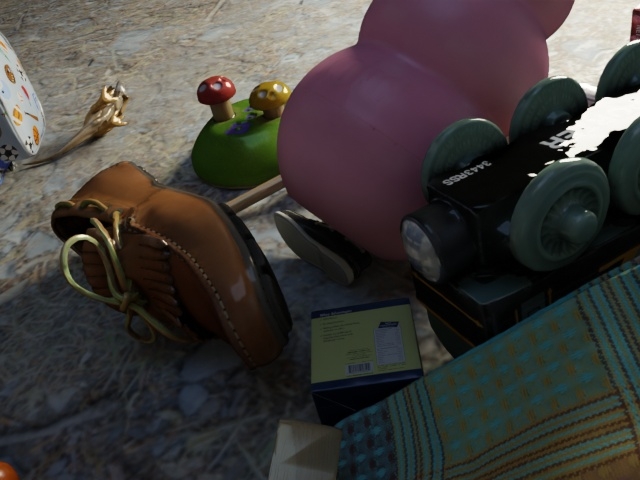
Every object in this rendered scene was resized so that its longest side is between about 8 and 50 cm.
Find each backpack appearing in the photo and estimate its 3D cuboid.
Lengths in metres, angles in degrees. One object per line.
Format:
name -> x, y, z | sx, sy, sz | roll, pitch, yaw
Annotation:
backpack -> -0.531, -0.204, 0.916 | 0.213, 0.276, 0.263 | -19, 30, -14

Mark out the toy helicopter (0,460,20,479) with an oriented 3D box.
toy helicopter -> -0.233, 0.235, 0.384 | 0.355, 0.140, 0.235 | 12, 34, 15

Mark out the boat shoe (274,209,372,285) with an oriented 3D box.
boat shoe -> 0.000, 0.000, 0.645 | 0.038, 0.046, 0.125 | -34, 44, -24

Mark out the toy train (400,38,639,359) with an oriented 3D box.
toy train -> 0.213, -0.025, 0.490 | 0.334, 0.190, 0.142 | -26, 34, -17

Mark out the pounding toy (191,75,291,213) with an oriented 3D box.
pounding toy -> -0.086, -0.148, 0.809 | 0.183, 0.110, 0.237 | -19, 37, -6

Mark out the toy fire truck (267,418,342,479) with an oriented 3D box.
toy fire truck -> -0.076, 0.189, 0.308 | 0.217, 0.158, 0.246 | 27, 12, -2

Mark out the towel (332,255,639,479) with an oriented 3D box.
towel -> 0.140, 0.125, 0.295 | 0.370, 0.040, 0.271 | -36, 28, 26

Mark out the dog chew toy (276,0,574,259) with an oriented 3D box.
dog chew toy -> 0.107, -0.148, 0.579 | 0.332, 0.206, 0.206 | -56, 43, 5

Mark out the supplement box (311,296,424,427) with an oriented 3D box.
supplement box -> 0.037, 0.098, 0.499 | 0.083, 0.056, 0.083 | -9, 37, 6

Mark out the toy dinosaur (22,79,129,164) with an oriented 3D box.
toy dinosaur -> -0.353, -0.179, 0.995 | 0.112, 0.064, 0.211 | -22, 27, 48

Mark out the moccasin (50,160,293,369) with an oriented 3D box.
moccasin -> -0.161, 0.019, 0.596 | 0.147, 0.139, 0.380 | -35, 41, -24

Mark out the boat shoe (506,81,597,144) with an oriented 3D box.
boat shoe -> 0.187, -0.102, 0.693 | 0.258, 0.095, 0.084 | -8, 40, 26

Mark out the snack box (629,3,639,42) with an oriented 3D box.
snack box -> 0.390, -0.127, 0.576 | 0.070, 0.174, 0.207 | -38, 43, -27
